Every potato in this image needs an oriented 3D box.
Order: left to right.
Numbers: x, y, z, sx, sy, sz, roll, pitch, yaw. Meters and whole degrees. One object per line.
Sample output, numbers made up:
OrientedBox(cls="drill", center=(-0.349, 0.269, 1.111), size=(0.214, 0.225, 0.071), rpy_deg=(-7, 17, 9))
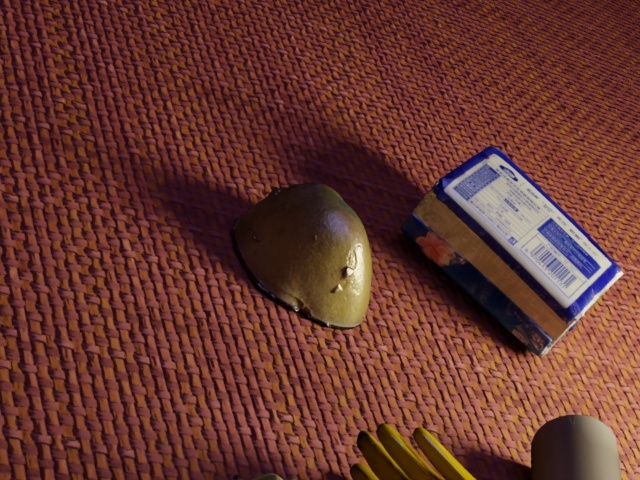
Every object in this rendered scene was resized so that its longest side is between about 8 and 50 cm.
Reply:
OrientedBox(cls="potato", center=(0.000, 0.000, 2.031), size=(0.182, 0.117, 0.202), rpy_deg=(10, 39, -42))

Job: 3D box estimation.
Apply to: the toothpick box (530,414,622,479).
OrientedBox(cls="toothpick box", center=(0.302, 0.301, 1.919), size=(0.111, 0.111, 0.181), rpy_deg=(29, 30, -12))

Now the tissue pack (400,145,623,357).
OrientedBox(cls="tissue pack", center=(0.262, 0.016, 2.255), size=(0.269, 0.137, 0.209), rpy_deg=(44, 31, 7))

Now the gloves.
OrientedBox(cls="gloves", center=(0.162, 0.294, 1.767), size=(0.294, 0.133, 0.116), rpy_deg=(37, 36, -1))

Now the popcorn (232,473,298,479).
OrientedBox(cls="popcorn", center=(-0.038, 0.289, 1.572), size=(0.141, 0.135, 0.162), rpy_deg=(25, 34, -5))
